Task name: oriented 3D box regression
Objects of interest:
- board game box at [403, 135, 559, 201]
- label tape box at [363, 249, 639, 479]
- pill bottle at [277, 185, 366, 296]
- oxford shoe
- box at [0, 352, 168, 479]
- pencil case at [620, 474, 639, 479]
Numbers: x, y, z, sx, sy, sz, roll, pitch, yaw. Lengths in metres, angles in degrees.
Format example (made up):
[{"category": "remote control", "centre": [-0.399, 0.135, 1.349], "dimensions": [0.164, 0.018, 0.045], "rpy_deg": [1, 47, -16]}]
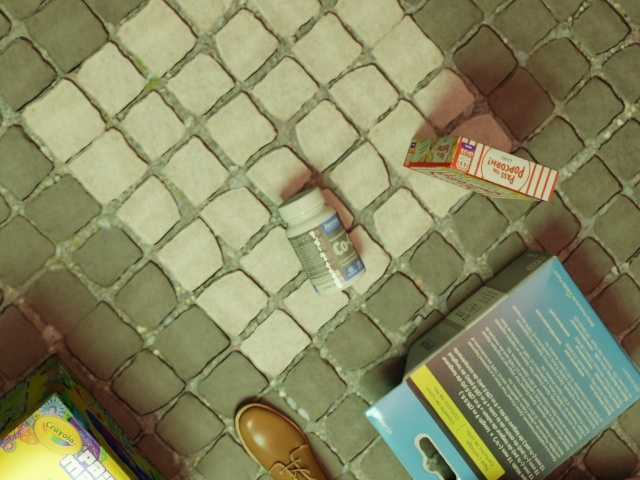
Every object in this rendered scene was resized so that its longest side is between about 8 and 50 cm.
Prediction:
[{"category": "board game box", "centre": [0.213, -0.098, 1.484], "dimensions": [0.146, 0.193, 0.045], "rpy_deg": [18, 90, -14]}, {"category": "label tape box", "centre": [0.254, 0.216, 1.558], "dimensions": [0.347, 0.115, 0.249], "rpy_deg": [-38, 101, -4]}, {"category": "pill bottle", "centre": [0.000, 0.000, 1.496], "dimensions": [0.078, 0.078, 0.137], "rpy_deg": [-30, 100, -10]}, {"category": "oxford shoe", "centre": [-0.038, 0.309, 1.510], "dimensions": [0.076, 0.076, 0.212], "rpy_deg": [-42, 100, -7]}, {"category": "box", "centre": [-0.299, 0.322, 1.339], "dimensions": [0.177, 0.279, 0.290], "rpy_deg": [-40, 102, -8]}, {"category": "pencil case", "centre": [0.352, 0.425, 1.516], "dimensions": [0.386, 0.167, 0.160], "rpy_deg": [-2, 103, -36]}]
